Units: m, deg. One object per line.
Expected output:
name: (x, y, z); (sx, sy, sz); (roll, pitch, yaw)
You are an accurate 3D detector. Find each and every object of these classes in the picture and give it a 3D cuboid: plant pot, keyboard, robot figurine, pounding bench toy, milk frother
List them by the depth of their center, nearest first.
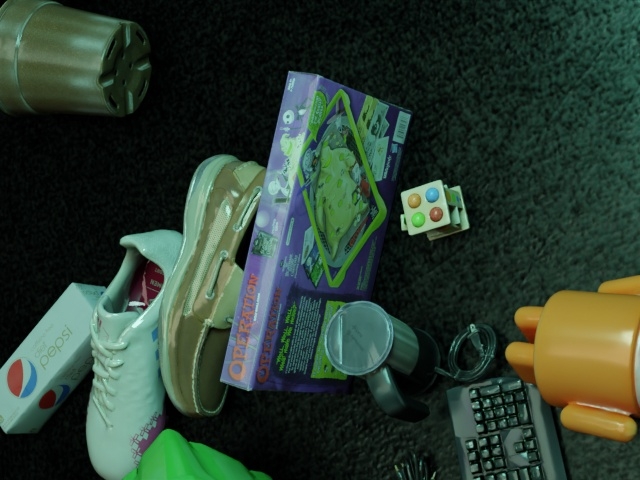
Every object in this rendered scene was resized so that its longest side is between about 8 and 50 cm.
robot figurine: (0.305, 0.115, 1.434); (0.219, 0.158, 0.128); (5, 115, 30)
keyboard: (0.183, 0.316, 1.536); (0.201, 0.033, 0.317); (-17, 75, 27)
milk frother: (0.104, 0.117, 1.540); (0.143, 0.135, 0.129); (-45, 59, 9)
pounding bench toy: (0.117, -0.030, 1.594); (0.083, 0.065, 0.052); (-18, 76, 27)
plant pot: (-0.321, -0.232, 1.823); (0.165, 0.167, 0.167); (11, 90, 22)

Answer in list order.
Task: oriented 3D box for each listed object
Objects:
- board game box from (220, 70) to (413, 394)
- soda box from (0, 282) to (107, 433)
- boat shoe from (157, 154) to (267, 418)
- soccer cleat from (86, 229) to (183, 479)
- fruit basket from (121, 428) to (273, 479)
board game box: (0.000, 0.000, 1.576); (0.056, 0.208, 0.346); (13, 90, 30)
soda box: (-0.350, 0.157, 1.837); (0.216, 0.069, 0.074); (-49, 64, 17)
boat shoe: (-0.112, 0.059, 1.685); (0.116, 0.123, 0.324); (8, 90, 28)
soccer cleat: (-0.247, 0.142, 1.736); (0.116, 0.143, 0.331); (17, 93, 30)
fruit basket: (-0.176, 0.437, 1.535); (0.392, 0.283, 0.392); (-37, 36, 34)
